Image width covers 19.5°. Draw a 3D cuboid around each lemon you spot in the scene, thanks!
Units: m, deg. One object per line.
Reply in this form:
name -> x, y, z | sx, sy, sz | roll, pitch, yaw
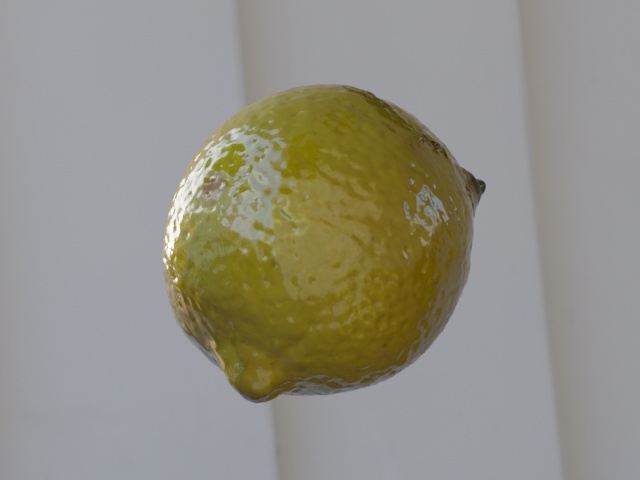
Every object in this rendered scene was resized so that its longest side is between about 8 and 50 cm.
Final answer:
lemon -> -0.004, 0.005, 1.392 | 0.228, 0.228, 0.253 | -13, 25, 45
